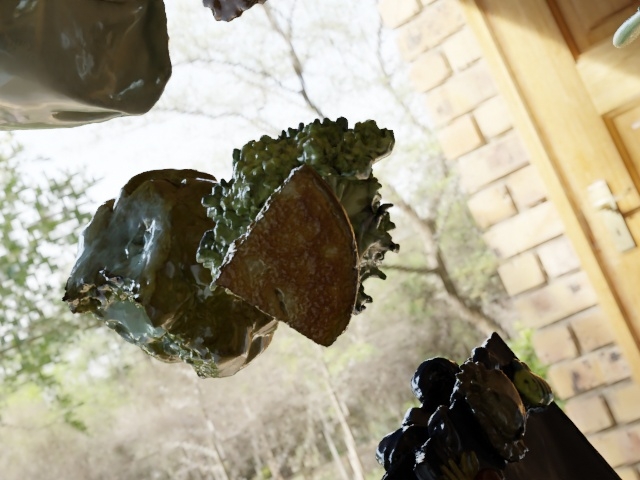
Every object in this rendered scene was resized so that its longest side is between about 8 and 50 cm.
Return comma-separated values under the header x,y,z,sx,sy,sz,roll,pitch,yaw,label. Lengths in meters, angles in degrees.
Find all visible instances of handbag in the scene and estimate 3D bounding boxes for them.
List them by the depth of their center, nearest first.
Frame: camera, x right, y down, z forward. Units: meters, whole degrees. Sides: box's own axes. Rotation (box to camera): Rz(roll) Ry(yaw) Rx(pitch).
x,y,z,sx,sy,sz,roll,pitch,yaw,label
0.195,0.256,0.971,0.122,0.329,0.303,-37,1,24,handbag

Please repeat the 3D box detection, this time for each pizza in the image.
x,y,z,sx,sy,sz,roll,pitch,yaw,label
-0.031,0.015,0.982,0.134,0.175,0.046,-1,13,-7,pizza

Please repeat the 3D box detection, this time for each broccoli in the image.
x,y,z,sx,sy,sz,roll,pitch,yaw,label
0.000,0.000,1.150,0.263,0.247,0.243,-35,26,13,broccoli

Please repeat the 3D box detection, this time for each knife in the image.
x,y,z,sx,sy,sz,roll,pitch,yaw,label
0.325,-0.226,1.037,0.043,0.020,0.293,-26,-3,4,knife

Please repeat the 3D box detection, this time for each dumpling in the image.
x,y,z,sx,sy,sz,roll,pitch,yaw,label
-0.224,-0.167,0.731,0.252,0.179,0.131,5,-21,-7,dumpling

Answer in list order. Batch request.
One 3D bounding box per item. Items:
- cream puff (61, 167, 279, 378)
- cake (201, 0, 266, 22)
x,y,z,sx,sy,sz,roll,pitch,yaw,label
-0.187,0.043,1.549,0.323,0.274,0.270,10,-17,44,cream puff
-0.067,-0.406,0.980,0.282,0.255,0.290,-30,28,36,cake
